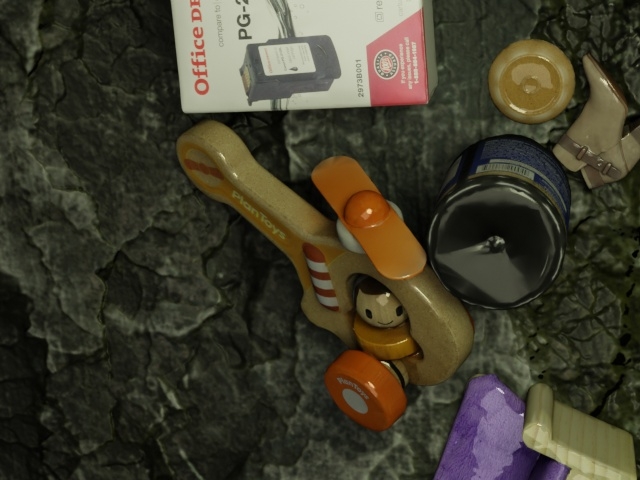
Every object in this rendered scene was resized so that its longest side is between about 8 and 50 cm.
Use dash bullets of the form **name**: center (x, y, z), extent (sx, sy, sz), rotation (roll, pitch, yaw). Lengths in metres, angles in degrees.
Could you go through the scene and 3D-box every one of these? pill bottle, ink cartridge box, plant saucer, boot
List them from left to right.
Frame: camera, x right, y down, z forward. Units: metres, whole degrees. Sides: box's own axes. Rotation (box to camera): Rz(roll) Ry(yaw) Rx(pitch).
- **ink cartridge box**: center (-0.017, -0.214, 1.639), extent (0.237, 0.100, 0.172), rotation (-2, 107, 10)
- **pill bottle**: center (0.167, -0.027, 1.603), extent (0.123, 0.219, 0.122), rotation (3, 108, 9)
- **plant saucer**: center (0.200, -0.149, 1.667), extent (0.083, 0.015, 0.083), rotation (3, 108, 9)
- **boot**: center (0.256, -0.108, 1.658), extent (0.087, 0.042, 0.118), rotation (-36, 98, 20)

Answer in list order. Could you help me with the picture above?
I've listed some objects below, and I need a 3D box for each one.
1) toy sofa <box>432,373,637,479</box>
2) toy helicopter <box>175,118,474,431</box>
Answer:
- **toy sofa**: center (0.159, 0.324, 1.735), extent (0.177, 0.150, 0.362), rotation (25, 104, 3)
- **toy helicopter**: center (0.000, 0.000, 1.662), extent (0.355, 0.140, 0.235), rotation (40, 152, 14)
